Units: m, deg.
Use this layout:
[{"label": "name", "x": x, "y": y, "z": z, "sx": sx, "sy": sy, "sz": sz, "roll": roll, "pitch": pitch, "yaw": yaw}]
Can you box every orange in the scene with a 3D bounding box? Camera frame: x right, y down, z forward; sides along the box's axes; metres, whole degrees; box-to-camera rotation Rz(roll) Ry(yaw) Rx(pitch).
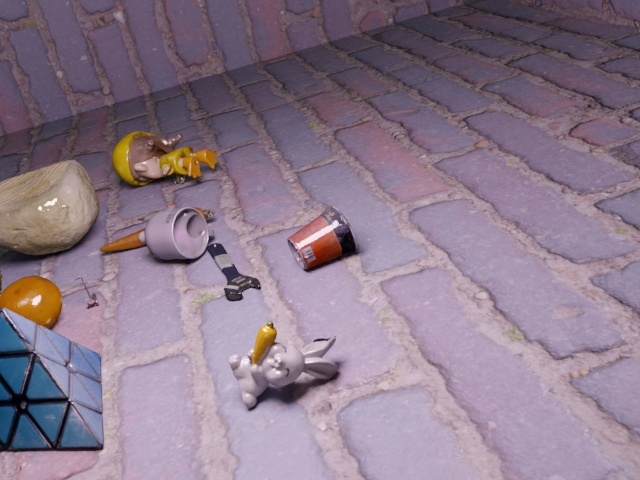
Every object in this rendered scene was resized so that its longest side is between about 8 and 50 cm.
[{"label": "orange", "x": -0.690, "y": 0.160, "z": 1.710, "sx": 0.156, "sy": 0.124, "sz": 0.156, "roll": -10, "pitch": 45, "yaw": 11}]

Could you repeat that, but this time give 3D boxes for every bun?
[{"label": "bun", "x": -0.800, "y": -0.079, "z": 2.096, "sx": 0.352, "sy": 0.227, "sz": 0.349, "roll": -3, "pitch": 29, "yaw": 26}]

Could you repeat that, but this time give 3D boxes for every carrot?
[{"label": "carrot", "x": -0.455, "y": -0.025, "z": 2.015, "sx": 0.336, "sy": 0.069, "sz": 0.069, "roll": -21, "pitch": 28, "yaw": -6}]

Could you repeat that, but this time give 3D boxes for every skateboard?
[{"label": "skateboard", "x": -0.573, "y": 0.117, "z": 1.773, "sx": 0.032, "sy": 0.083, "sz": 0.064, "roll": -18, "pitch": 27, "yaw": -6}]

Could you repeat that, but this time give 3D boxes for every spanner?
[{"label": "spanner", "x": -0.224, "y": 0.066, "z": 1.777, "sx": 0.087, "sy": 0.024, "sz": 0.316, "roll": -19, "pitch": 26, "yaw": -13}]

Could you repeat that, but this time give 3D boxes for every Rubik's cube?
[{"label": "Rubik's cube", "x": -0.535, "y": 0.284, "z": 1.377, "sx": 0.233, "sy": 0.228, "sz": 0.229, "roll": 14, "pitch": -27, "yaw": -23}]

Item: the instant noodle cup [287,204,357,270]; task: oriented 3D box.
[{"label": "instant noodle cup", "x": 0.001, "y": 0.002, "z": 1.699, "sx": 0.136, "sy": 0.127, "sz": 0.127, "roll": -30, "pitch": 30, "yaw": -12}]

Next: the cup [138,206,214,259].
[{"label": "cup", "x": -0.380, "y": -0.024, "z": 1.895, "sx": 0.142, "sy": 0.134, "sz": 0.173, "roll": -6, "pitch": 28, "yaw": 34}]

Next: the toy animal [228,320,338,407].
[{"label": "toy animal", "x": -0.067, "y": 0.213, "z": 1.310, "sx": 0.182, "sy": 0.131, "sz": 0.127, "roll": -22, "pitch": -11, "yaw": 15}]

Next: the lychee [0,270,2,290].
[{"label": "lychee", "x": -0.914, "y": 0.137, "z": 1.714, "sx": 0.320, "sy": 0.270, "sz": 0.270, "roll": -12, "pitch": 27, "yaw": -4}]

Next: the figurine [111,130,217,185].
[{"label": "figurine", "x": -0.523, "y": -0.266, "z": 2.380, "sx": 0.344, "sy": 0.187, "sz": 0.215, "roll": 5, "pitch": 9, "yaw": 25}]
